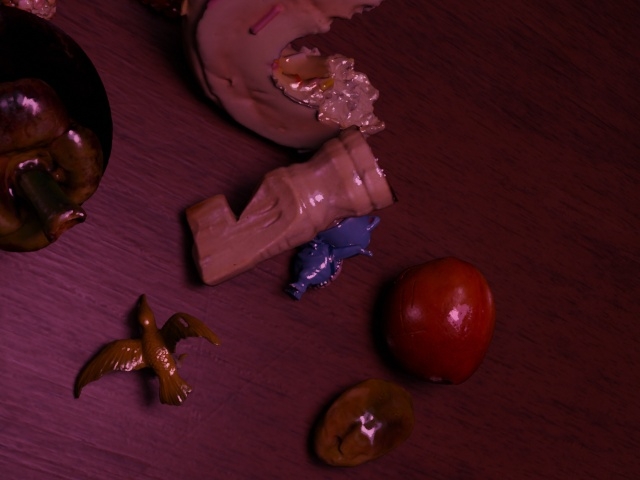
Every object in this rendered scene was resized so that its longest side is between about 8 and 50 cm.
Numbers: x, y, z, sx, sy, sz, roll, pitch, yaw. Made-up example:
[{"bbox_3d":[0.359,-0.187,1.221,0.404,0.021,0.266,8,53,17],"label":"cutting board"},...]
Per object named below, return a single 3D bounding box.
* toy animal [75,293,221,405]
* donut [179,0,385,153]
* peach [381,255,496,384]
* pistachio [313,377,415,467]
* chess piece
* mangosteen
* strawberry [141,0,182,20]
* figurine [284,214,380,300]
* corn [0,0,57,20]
[{"bbox_3d":[-0.226,0.147,1.204,0.219,0.155,0.095,-26,126,8],"label":"toy animal"},{"bbox_3d":[-0.041,-0.290,1.253,0.308,0.371,0.150,7,55,1],"label":"donut"},{"bbox_3d":[0.185,0.133,1.381,0.198,0.197,0.197,6,78,-29],"label":"peach"},{"bbox_3d":[0.073,0.268,1.337,0.189,0.100,0.110,-20,95,-30],"label":"pistachio"},{"bbox_3d":[-0.051,-0.043,1.260,0.301,0.137,0.137,-28,96,1],"label":"chess piece"},{"bbox_3d":[-0.383,-0.134,1.024,0.297,0.313,0.296,1,87,-20],"label":"mangosteen"},{"bbox_3d":[-0.173,-0.413,1.317,0.237,0.111,0.190,35,63,-21],"label":"strawberry"},{"bbox_3d":[-0.004,-0.002,1.346,0.144,0.114,0.178,39,73,-17],"label":"figurine"},{"bbox_3d":[-0.428,-0.413,1.187,0.092,0.092,0.280,-17,86,-31],"label":"corn"}]
